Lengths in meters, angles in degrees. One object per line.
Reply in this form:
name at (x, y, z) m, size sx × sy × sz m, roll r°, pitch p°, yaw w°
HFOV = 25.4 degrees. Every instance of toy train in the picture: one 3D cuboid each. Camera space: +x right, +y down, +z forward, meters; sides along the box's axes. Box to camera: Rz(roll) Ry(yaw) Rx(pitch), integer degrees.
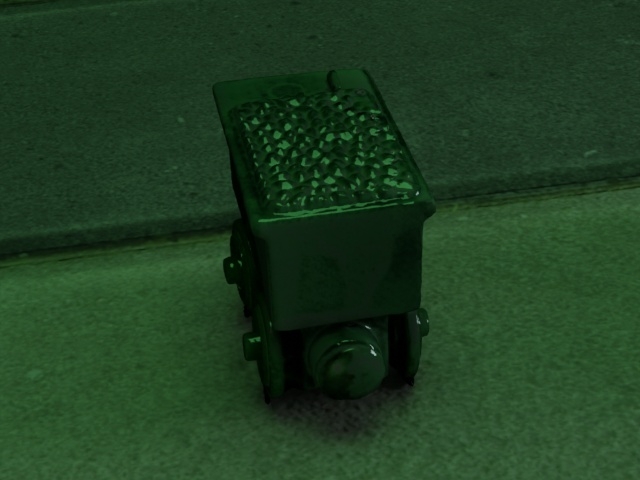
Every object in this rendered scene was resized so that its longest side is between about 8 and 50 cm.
toy train at (0.000, 0.000, 1.111) m, size 0.145 × 0.202 × 0.266 m, roll -7°, pitch 32°, yaw -9°
